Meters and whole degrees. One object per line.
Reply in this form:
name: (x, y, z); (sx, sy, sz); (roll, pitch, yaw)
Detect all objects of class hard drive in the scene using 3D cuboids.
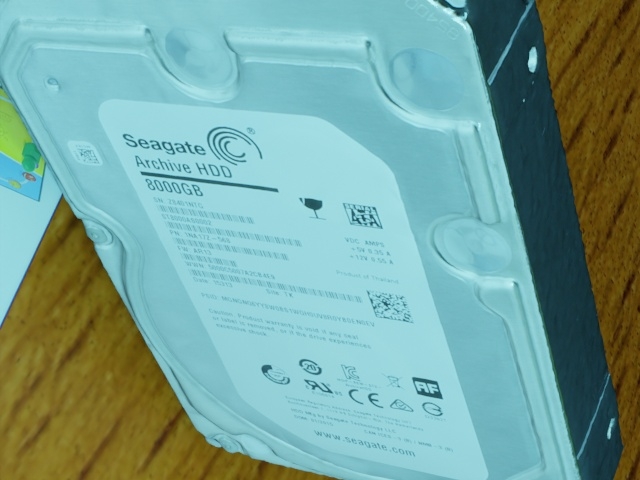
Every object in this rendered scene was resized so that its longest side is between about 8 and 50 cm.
hard drive: (0.000, 0.000, 0.613); (0.064, 0.237, 0.339); (-60, 146, -35)

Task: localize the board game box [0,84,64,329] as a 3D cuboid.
board game box: (-0.218, -0.077, 0.585); (0.242, 0.064, 0.316); (39, 61, -36)
